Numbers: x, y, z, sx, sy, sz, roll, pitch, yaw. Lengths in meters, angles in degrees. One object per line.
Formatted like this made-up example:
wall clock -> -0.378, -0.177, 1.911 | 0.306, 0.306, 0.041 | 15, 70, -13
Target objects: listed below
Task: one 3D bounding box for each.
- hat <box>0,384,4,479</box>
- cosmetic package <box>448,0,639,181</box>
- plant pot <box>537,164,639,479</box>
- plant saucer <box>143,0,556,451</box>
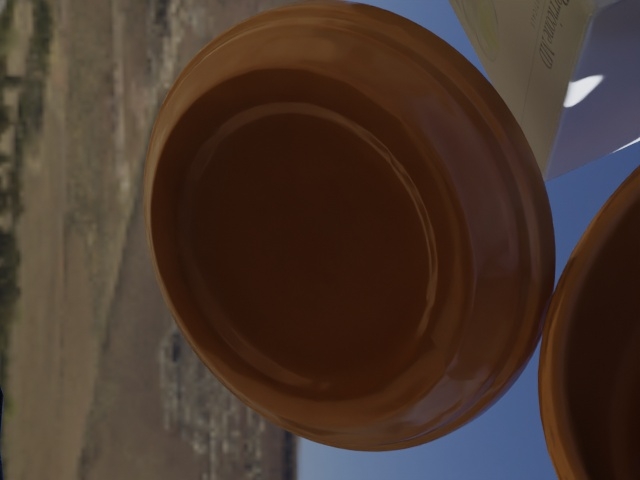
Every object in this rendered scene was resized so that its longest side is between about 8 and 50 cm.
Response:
hat -> -0.272, 0.039, 0.480 | 0.331, 0.134, 0.331 | 46, 11, -12
cosmetic package -> 0.113, -0.173, 0.575 | 0.225, 0.138, 0.224 | 64, -1, 14
plant pot -> 0.249, 0.088, 0.498 | 0.291, 0.290, 0.203 | -96, 161, -48
plant saucer -> 0.000, 0.000, 0.563 | 0.037, 0.200, 0.200 | -26, 122, -55
